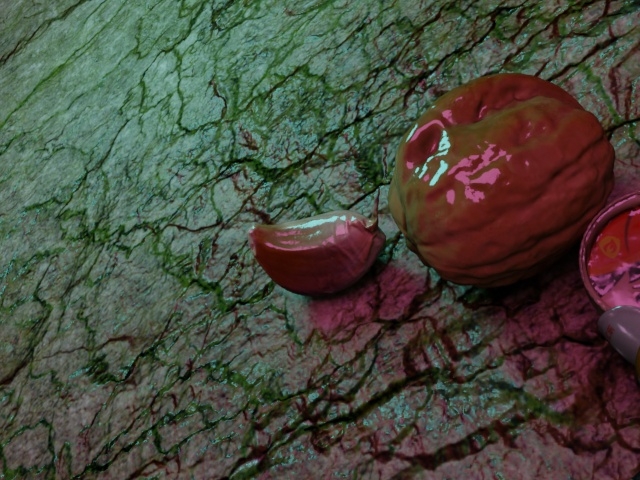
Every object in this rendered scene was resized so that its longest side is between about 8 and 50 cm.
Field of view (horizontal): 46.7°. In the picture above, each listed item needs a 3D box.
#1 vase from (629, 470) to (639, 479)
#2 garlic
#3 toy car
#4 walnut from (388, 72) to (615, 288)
[{"bbox_3d":[0.276,0.266,0.699,0.167,0.059,0.059,-37,50,5],"label":"vase"},{"bbox_3d":[0.012,0.004,0.964,0.198,0.129,0.091,-13,40,26],"label":"garlic"},{"bbox_3d":[0.356,0.048,0.724,0.235,0.145,0.235,-12,60,22],"label":"toy car"},{"bbox_3d":[0.206,-0.069,0.843,0.257,0.257,0.224,-44,18,-1],"label":"walnut"}]
